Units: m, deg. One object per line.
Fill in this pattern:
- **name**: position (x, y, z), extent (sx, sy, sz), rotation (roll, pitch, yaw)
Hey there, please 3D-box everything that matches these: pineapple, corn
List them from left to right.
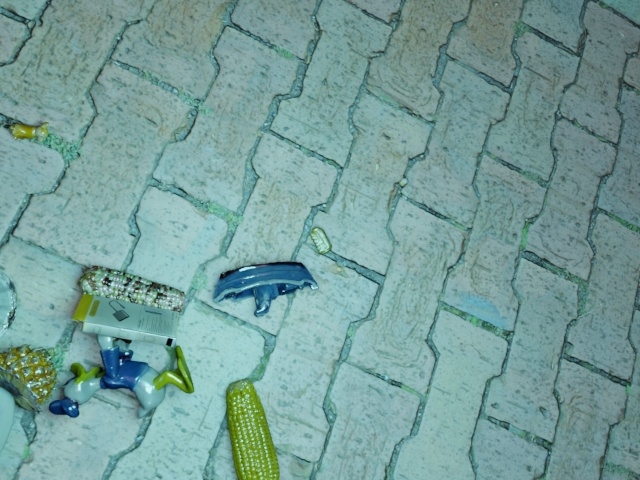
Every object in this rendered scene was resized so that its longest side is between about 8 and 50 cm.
- **pineapple**: position (-0.718, 0.318, 1.267), extent (0.175, 0.162, 0.137), rotation (22, 40, 13)
- **corn**: position (-0.508, 0.137, 1.377), extent (0.280, 0.092, 0.092), rotation (17, 77, -18)
- **corn**: position (-0.191, 0.542, 1.383), extent (0.119, 0.119, 0.322), rotation (-14, 81, -18)

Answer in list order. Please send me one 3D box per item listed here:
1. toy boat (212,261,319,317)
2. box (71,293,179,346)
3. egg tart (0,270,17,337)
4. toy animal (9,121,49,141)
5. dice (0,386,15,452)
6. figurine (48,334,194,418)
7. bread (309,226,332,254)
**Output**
- **toy boat**: position (-0.153, 0.143, 1.451), extent (0.309, 0.129, 0.143), rotation (-6, 72, -18)
- **box**: position (-0.487, 0.202, 1.288), extent (0.247, 0.129, 0.033), rotation (15, 111, -17)
- **egg tart**: position (-0.883, 0.162, 1.258), extent (0.234, 0.094, 0.234), rotation (2, 80, -12)
- **toy animal**: position (-0.781, -0.297, 1.375), extent (0.083, 0.081, 0.061), rotation (1, 77, 5)
- **dice**: position (-0.865, 0.415, 1.068), extent (0.276, 0.304, 0.304), rotation (17, 60, 5)
- **figurine**: position (-0.526, 0.330, 1.283), extent (0.338, 0.204, 0.284), rotation (-27, 89, -15)
- **bread**: position (0.000, 0.000, 1.569), extent (0.049, 0.034, 0.088), rotation (-30, 86, -4)
